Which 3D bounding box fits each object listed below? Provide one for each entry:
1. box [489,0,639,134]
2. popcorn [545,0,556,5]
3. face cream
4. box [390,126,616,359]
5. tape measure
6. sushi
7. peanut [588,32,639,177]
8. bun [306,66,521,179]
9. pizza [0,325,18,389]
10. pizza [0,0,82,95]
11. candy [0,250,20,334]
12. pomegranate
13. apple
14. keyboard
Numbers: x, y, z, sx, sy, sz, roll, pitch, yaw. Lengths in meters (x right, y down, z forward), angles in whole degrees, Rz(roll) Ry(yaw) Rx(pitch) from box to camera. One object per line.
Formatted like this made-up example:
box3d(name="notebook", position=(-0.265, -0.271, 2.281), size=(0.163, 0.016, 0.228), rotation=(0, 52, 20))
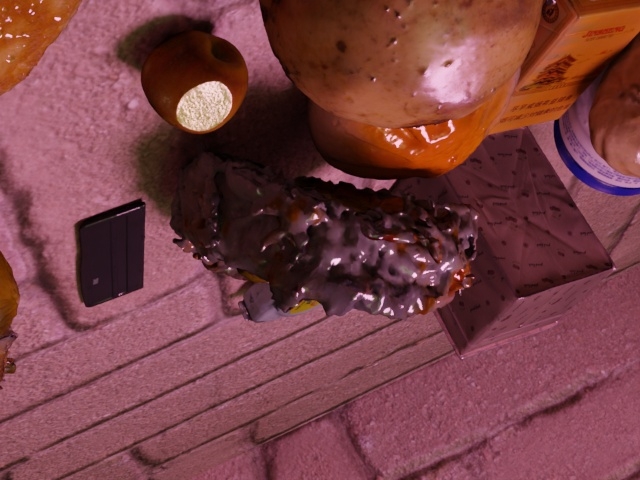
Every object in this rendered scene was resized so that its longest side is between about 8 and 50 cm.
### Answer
box3d(name="box", position=(0.330, -0.262, 1.752), size=(0.174, 0.076, 0.274), rotation=(-16, 157, -34))
box3d(name="popcorn", position=(0.297, -0.343, 1.427), size=(0.148, 0.152, 0.167), rotation=(-4, 168, 18))
box3d(name="face cream", position=(0.475, -0.182, 1.947), size=(0.206, 0.206, 0.111), rotation=(-22, 160, -17))
box3d(name="box", position=(0.277, -0.004, 1.995), size=(0.225, 0.297, 0.190), rotation=(-14, 157, -33))
box3d(name="tape measure", position=(0.008, 0.027, 2.032), size=(0.164, 0.084, 0.330), rotation=(-10, 155, -46))
box3d(name="sushi", position=(-0.001, 0.000, 1.596), size=(0.417, 0.176, 0.417), rotation=(13, -179, 0))
box3d(name="peanut", position=(0.523, -0.247, 1.816), size=(0.387, 0.169, 0.192), rotation=(-47, 126, -24))
box3d(name="bun", position=(0.131, -0.168, 1.596), size=(0.299, 0.165, 0.299), rotation=(-23, 160, -9))
box3d(name="pizza", position=(-0.490, 0.161, 1.764), size=(0.195, 0.052, 0.185), rotation=(-35, 153, 33))
box3d(name="pizza", position=(-0.330, -0.205, 1.038), size=(0.280, 0.075, 0.287), rotation=(-40, 156, 21))
box3d(name="candy", position=(-0.487, 0.084, 1.493), size=(0.260, 0.118, 0.260), rotation=(-24, 165, -7))
box3d(name="pomegranate", position=(0.075, -0.242, 1.170), size=(0.281, 0.281, 0.281), rotation=(-24, 160, -9))
box3d(name="apple", position=(-0.133, -0.173, 1.333), size=(0.102, 0.099, 0.114), rotation=(-43, 131, 16))
box3d(name="keyboard", position=(-0.292, 0.052, 1.788), size=(0.103, 0.041, 0.381), rotation=(-20, 153, -18))
